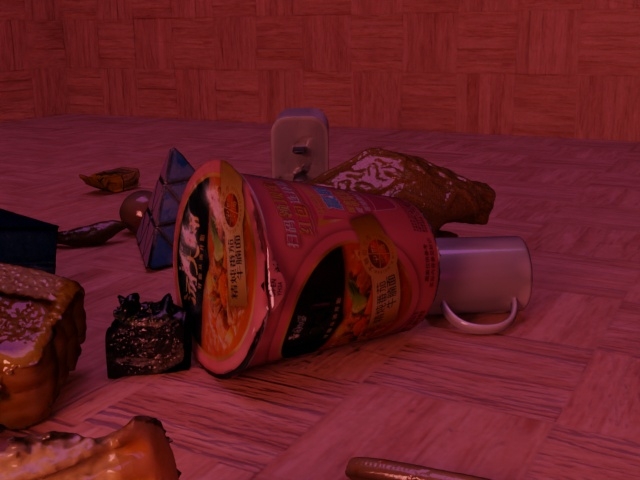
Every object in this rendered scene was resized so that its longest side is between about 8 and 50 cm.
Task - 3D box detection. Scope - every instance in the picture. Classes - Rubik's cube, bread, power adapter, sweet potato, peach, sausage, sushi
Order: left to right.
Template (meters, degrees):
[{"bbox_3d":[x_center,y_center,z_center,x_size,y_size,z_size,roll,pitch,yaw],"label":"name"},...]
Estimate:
[{"bbox_3d":[-0.352,0.090,0.812,0.222,0.096,0.181,12,30,3],"label":"bread"},{"bbox_3d":[-0.147,0.182,0.497,0.140,0.169,0.160,-9,2,-24],"label":"bread"},{"bbox_3d":[-0.408,-0.008,1.420,0.153,0.038,0.041,-12,-8,-10],"label":"sweet potato"},{"bbox_3d":[-0.322,-0.050,1.494,0.083,0.083,0.083,-1,15,0],"label":"peach"},{"bbox_3d":[-0.185,0.101,0.892,0.083,0.085,0.056,2,15,5],"label":"sushi"},{"bbox_3d":[-0.237,-0.055,1.323,0.211,0.178,0.190,0,18,9],"label":"Rubik's cube"},{"bbox_3d":[-0.041,-0.178,1.752,0.124,0.187,0.255,-2,14,0],"label":"power adapter"},{"bbox_3d":[0.082,0.191,0.652,0.132,0.024,0.024,6,16,20],"label":"sausage"}]

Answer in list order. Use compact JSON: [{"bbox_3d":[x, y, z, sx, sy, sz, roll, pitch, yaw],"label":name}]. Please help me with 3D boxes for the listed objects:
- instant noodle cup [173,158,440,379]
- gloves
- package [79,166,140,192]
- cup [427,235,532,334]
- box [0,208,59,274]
[{"bbox_3d":[-0.010,0.028,0.934,0.254,0.244,0.244,-1,13,-31],"label":"instant noodle cup"},{"bbox_3d":[0.117,-0.041,1.214,0.356,0.155,0.203,-9,56,-35],"label":"gloves"},{"bbox_3d":[-0.484,-0.137,1.895,0.071,0.047,0.131,12,20,32],"label":"package"},{"bbox_3d":[0.194,0.062,1.047,0.133,0.136,0.099,-2,-19,-6],"label":"cup"},{"bbox_3d":[-0.551,0.013,1.126,0.261,0.116,0.278,15,10,43],"label":"box"}]
